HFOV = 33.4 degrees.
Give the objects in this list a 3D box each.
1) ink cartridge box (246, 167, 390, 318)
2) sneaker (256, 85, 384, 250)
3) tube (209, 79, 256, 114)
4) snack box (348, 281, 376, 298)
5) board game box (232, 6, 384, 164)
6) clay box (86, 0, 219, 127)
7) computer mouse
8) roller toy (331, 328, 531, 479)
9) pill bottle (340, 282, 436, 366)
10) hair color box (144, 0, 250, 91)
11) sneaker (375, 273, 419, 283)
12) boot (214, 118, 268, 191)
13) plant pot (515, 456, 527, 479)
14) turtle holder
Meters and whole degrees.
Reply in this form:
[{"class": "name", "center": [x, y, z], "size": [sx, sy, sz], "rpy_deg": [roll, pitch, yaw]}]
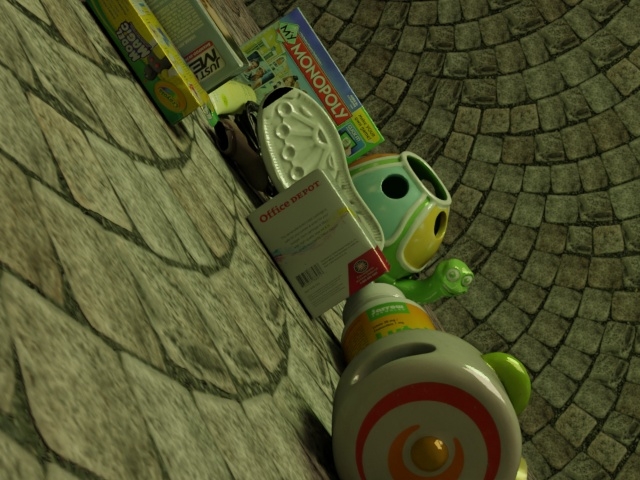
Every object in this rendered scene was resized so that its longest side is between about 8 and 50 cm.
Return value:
[{"class": "ink cartridge box", "center": [0.000, 0.000, 1.530], "size": [0.176, 0.128, 0.127], "rpy_deg": [57, 6, 0]}, {"class": "sneaker", "center": [-0.031, -0.096, 1.733], "size": [0.323, 0.130, 0.236], "rpy_deg": [59, -14, -15]}, {"class": "tube", "center": [-0.165, -0.247, 1.825], "size": [0.070, 0.062, 0.240], "rpy_deg": [23, 7, 9]}, {"class": "snack box", "center": [0.160, 0.224, 1.942], "size": [0.322, 0.060, 0.187], "rpy_deg": [61, 7, 28]}, {"class": "board game box", "center": [-0.045, -0.277, 2.152], "size": [0.317, 0.213, 0.046], "rpy_deg": [56, 7, -8]}, {"class": "clay box", "center": [-0.215, -0.236, 1.406], "size": [0.222, 0.053, 0.127], "rpy_deg": [57, 6, -10]}, {"class": "computer mouse", "center": [-0.090, -0.158, 1.908], "size": [0.184, 0.060, 0.262], "rpy_deg": [68, 17, 2]}, {"class": "roller toy", "center": [0.105, 0.200, 1.100], "size": [0.191, 0.209, 0.146], "rpy_deg": [21, 10, -3]}, {"class": "pill bottle", "center": [0.104, 0.163, 1.481], "size": [0.136, 0.136, 0.246], "rpy_deg": [53, 8, -30]}, {"class": "hair color box", "center": [-0.254, -0.379, 1.542], "size": [0.374, 0.113, 0.185], "rpy_deg": [57, 6, -8]}, {"class": "sneaker", "center": [0.151, 0.068, 2.366], "size": [0.083, 0.118, 0.222], "rpy_deg": [54, 7, -25]}, {"class": "boot", "center": [-0.128, -0.134, 1.654], "size": [0.118, 0.042, 0.087], "rpy_deg": [63, 16, 17]}, {"class": "plant pot", "center": [0.234, 0.365, 1.612], "size": [0.095, 0.134, 0.134], "rpy_deg": [30, 12, -9]}, {"class": "turtle holder", "center": [0.140, -0.028, 2.079], "size": [0.243, 0.227, 0.320], "rpy_deg": [26, 31, -42]}]
